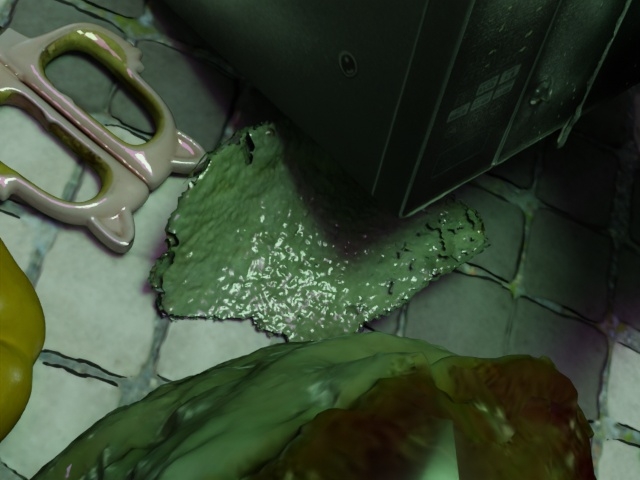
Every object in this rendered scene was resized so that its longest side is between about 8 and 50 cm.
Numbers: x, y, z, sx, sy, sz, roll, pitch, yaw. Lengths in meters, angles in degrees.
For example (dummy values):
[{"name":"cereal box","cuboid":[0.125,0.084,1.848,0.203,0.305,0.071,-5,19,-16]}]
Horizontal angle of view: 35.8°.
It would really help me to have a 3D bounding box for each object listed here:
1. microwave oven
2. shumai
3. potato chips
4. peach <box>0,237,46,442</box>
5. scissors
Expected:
[{"name":"microwave oven","cuboid":[0.122,-0.274,0.696,0.432,0.236,0.374,-30,60,-31]},{"name":"shumai","cuboid":[0.014,0.185,0.449,0.397,0.323,0.324,-27,79,-29]},{"name":"potato chips","cuboid":[0.005,-0.003,0.681,0.228,0.059,0.167,17,68,-21]},{"name":"peach","cuboid":[-0.235,0.055,0.525,0.179,0.103,0.179,10,64,-22]},{"name":"scissors","cuboid":[-0.222,-0.125,0.654,0.317,0.024,0.160,40,59,-3]}]
